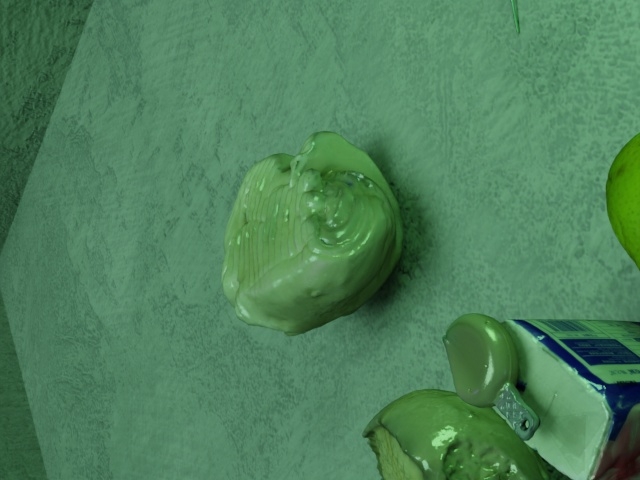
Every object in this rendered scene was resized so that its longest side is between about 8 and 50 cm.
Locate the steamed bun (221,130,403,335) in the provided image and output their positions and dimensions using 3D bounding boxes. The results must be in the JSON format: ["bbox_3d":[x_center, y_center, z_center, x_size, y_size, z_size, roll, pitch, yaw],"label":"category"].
[{"bbox_3d":[0.000,0.000,1.889,0.352,0.247,0.339,-40,39,40],"label":"steamed bun"}]

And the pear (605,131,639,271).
[{"bbox_3d":[0.468,-0.058,1.286,0.239,0.139,0.288,-46,53,35],"label":"pear"}]

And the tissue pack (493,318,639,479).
[{"bbox_3d":[0.351,0.191,1.314,0.209,0.269,0.137,44,122,46],"label":"tissue pack"}]

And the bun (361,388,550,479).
[{"bbox_3d":[0.223,0.367,1.543,0.364,0.202,0.364,58,165,26],"label":"bun"}]

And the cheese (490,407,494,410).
[{"bbox_3d":[0.264,0.230,1.651,0.192,0.037,0.097,24,108,54],"label":"cheese"}]

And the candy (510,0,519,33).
[{"bbox_3d":[0.286,-0.372,1.657,0.035,0.035,0.123,140,120,-87],"label":"candy"}]

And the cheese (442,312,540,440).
[{"bbox_3d":[0.195,0.162,1.262,0.092,0.047,0.171,-50,46,43],"label":"cheese"}]
